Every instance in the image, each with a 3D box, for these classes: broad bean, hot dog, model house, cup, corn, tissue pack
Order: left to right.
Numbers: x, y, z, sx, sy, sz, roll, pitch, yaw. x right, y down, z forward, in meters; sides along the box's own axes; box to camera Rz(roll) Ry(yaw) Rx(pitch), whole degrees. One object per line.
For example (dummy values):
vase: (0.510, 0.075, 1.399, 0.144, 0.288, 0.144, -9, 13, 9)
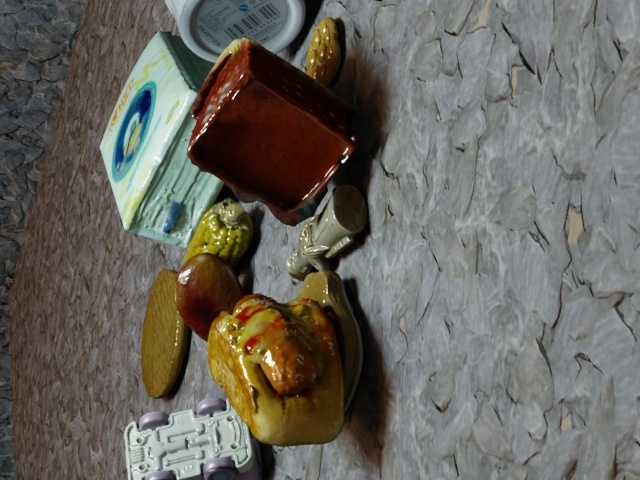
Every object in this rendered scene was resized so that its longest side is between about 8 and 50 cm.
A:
tissue pack: (-0.272, -0.196, 2.310, 0.287, 0.162, 0.388, -61, 26, 15)
broad bean: (-0.184, 0.098, 2.102, 0.165, 0.114, 0.084, 62, 166, -26)
corn: (-0.182, 0.017, 2.165, 0.261, 0.097, 0.097, 124, 146, -50)
cup: (-0.152, -0.487, 2.050, 0.253, 0.253, 0.371, 120, 146, -44)
model house: (-0.066, -0.175, 1.767, 0.160, 0.196, 0.254, -50, 21, 24)
hot dog: (-0.058, 0.152, 1.645, 0.257, 0.150, 0.153, -138, 48, -60)

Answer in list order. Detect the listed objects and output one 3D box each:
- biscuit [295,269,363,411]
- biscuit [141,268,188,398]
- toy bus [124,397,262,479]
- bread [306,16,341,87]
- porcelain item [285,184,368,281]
biscuit: (0.008, 0.151, 1.715, 0.181, 0.049, 0.208, -67, 31, 33)
biscuit: (-0.307, 0.185, 2.494, 0.262, 0.037, 0.262, -173, 90, -69)
toy bus: (-0.193, 0.341, 1.967, 0.142, 0.202, 0.142, 73, -176, -50)
bread: (0.006, -0.281, 1.890, 0.110, 0.024, 0.110, -173, 90, -69)
porcelain item: (0.000, 0.000, 1.780, 0.213, 0.054, 0.084, 132, 142, -56)
